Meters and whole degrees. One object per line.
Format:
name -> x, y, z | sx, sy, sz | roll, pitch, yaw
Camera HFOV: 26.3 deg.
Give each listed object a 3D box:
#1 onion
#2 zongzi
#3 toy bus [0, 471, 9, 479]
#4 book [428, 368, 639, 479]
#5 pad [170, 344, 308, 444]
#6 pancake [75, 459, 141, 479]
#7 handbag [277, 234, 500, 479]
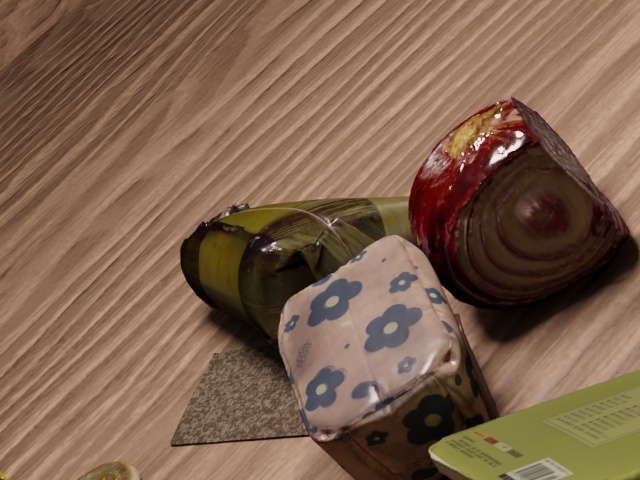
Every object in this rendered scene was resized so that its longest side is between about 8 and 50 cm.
onion -> 0.199, -0.042, 1.555 | 0.207, 0.216, 0.206 | -37, 27, 10
zongzi -> 0.000, 0.000, 1.778 | 0.317, 0.154, 0.289 | -24, 23, -22
toy bus -> -0.497, 0.374, 1.759 | 0.081, 0.074, 0.226 | 3, 47, 46
book -> 0.287, 0.157, 1.181 | 0.352, 0.035, 0.239 | -17, 6, -11
pad -> -0.070, 0.185, 1.686 | 0.235, 0.003, 0.158 | -10, 38, 34
pancake -> -0.276, 0.324, 1.669 | 0.139, 0.022, 0.139 | -25, 32, 17
handbag -> 0.082, 0.148, 1.415 | 0.190, 0.193, 0.251 | -35, 33, 10
